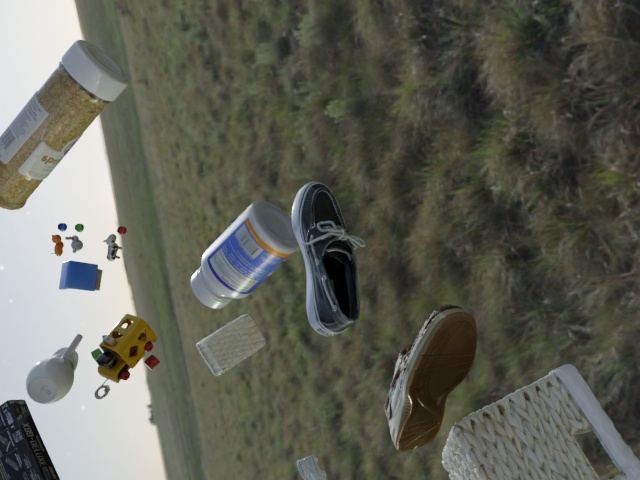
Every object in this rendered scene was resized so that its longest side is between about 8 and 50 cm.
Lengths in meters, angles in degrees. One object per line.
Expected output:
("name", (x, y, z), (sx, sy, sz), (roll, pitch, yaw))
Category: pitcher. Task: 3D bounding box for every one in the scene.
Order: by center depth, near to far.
("pitcher", (-0.768, 0.373, 1.981), (0.178, 0.125, 0.207), (-60, 9, 10))

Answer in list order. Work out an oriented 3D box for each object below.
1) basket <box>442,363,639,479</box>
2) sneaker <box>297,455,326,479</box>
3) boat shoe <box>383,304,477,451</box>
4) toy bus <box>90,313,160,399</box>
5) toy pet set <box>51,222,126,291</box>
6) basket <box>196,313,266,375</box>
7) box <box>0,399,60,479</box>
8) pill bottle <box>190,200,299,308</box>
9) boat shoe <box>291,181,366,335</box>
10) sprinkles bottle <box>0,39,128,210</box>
("basket", (0.425, 0.465, 1.287), (0.331, 0.266, 0.328), (83, 162, -61))
("sneaker", (-0.006, 0.639, 1.775), (0.152, 0.061, 0.054), (66, 157, 12))
("boat shoe", (0.180, 0.233, 1.223), (0.123, 0.123, 0.342), (-119, 29, -47))
("toy bus", (-0.543, 0.293, 1.822), (0.202, 0.191, 0.104), (-113, 2, -49))
("toy pet set", (-0.379, 0.022, 1.055), (0.065, 0.122, 0.114), (46, -133, -73))
("basket", (-0.247, 0.290, 1.902), (0.113, 0.167, 0.103), (57, 157, 4))
("box", (-0.822, 0.607, 1.742), (0.307, 0.242, 0.076), (56, -177, 17))
("pill bottle", (-0.187, 0.043, 1.616), (0.272, 0.152, 0.152), (-43, 51, 27))
("boat shoe", (0.019, 0.017, 1.250), (0.105, 0.113, 0.306), (-39, 46, 52))
("sprinkles bottle", (-0.529, -0.219, 1.311), (0.121, 0.355, 0.121), (42, -166, -14))
